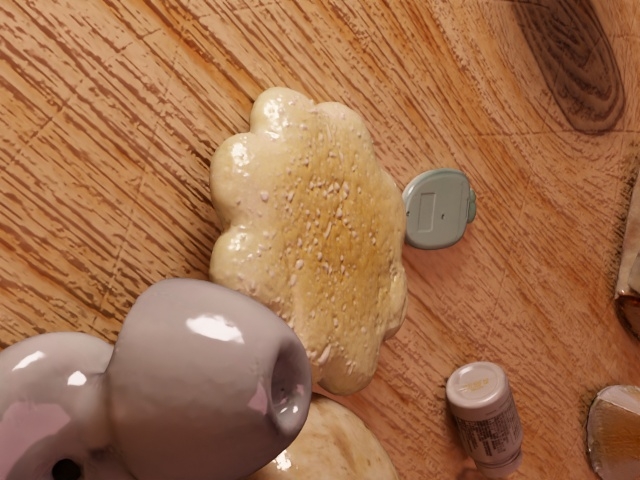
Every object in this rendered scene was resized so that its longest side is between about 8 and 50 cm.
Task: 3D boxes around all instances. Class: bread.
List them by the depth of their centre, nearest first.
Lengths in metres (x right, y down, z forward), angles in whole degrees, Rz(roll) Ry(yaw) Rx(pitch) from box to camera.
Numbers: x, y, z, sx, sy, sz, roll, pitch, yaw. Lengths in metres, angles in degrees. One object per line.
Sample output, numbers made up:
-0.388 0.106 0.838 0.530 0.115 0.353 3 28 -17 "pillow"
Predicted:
0.000 0.000 1.340 0.316 0.054 0.316 10 77 -53 "bread"

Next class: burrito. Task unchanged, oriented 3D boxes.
0.499 0.023 1.994 0.175 0.107 0.348 -2 100 -36 "burrito"

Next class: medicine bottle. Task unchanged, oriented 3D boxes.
0.207 0.224 1.694 0.079 0.079 0.140 -48 133 -33 "medicine bottle"

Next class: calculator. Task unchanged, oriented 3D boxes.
0.138 -0.036 1.582 0.153 0.021 0.095 -6 104 -48 "calculator"

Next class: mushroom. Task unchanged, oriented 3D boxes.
-0.027 0.248 1.348 0.253 0.195 0.189 41 34 -41 "mushroom"

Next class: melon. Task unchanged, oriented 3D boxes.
0.459 0.275 2.023 0.139 0.093 0.202 -53 141 -39 "melon"

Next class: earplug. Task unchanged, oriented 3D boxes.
-0.163 0.157 1.135 0.325 0.175 0.214 -29 128 -8 "earplug"
